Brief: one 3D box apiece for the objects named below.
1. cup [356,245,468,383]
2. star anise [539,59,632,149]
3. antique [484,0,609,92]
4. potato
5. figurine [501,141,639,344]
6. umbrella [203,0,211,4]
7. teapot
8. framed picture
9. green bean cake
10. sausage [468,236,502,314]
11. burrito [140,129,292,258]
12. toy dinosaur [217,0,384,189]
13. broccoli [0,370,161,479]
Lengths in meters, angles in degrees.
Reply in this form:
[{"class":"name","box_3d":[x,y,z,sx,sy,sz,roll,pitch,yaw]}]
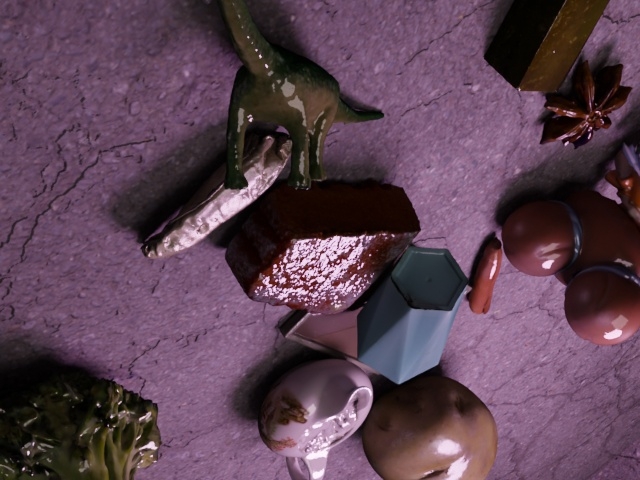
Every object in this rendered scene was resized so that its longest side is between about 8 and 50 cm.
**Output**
[{"class":"cup","box_3d":[0.131,0.104,1.321,0.148,0.134,0.235,-27,157,-18]},{"class":"star anise","box_3d":[0.400,-0.200,1.346,0.168,0.057,0.167,-24,144,-19]},{"class":"antique","box_3d":[0.303,-0.300,1.125,0.081,0.080,0.220,-5,135,-35]},{"class":"potato","box_3d":[0.220,0.391,1.729,0.243,0.221,0.326,-46,135,-5]},{"class":"figurine","box_3d":[0.523,-0.035,1.493,0.388,0.276,0.248,-43,169,13]},{"class":"umbrella","box_3d":[-0.049,-0.298,0.849,0.188,0.050,0.046,-42,174,8]},{"class":"teapot","box_3d":[-0.005,0.298,1.496,0.204,0.139,0.298,-13,141,-31]},{"class":"framed picture","box_3d":[0.102,0.112,1.480,0.240,0.020,0.324,-45,144,12]},{"class":"green bean cake","box_3d":[0.000,0.000,1.195,0.233,0.097,0.198,13,123,-48]},{"class":"sausage","box_3d":[0.292,0.069,1.576,0.047,0.040,0.176,-40,150,-32]},{"class":"burrito","box_3d":[-0.123,-0.053,1.064,0.230,0.058,0.063,-38,143,4]},{"class":"toy dinosaur","box_3d":[-0.036,-0.208,0.944,0.447,0.087,0.300,-31,125,-58]},{"class":"broccoli","box_3d":[-0.319,0.304,1.143,0.288,0.245,0.247,-7,145,-29]}]
